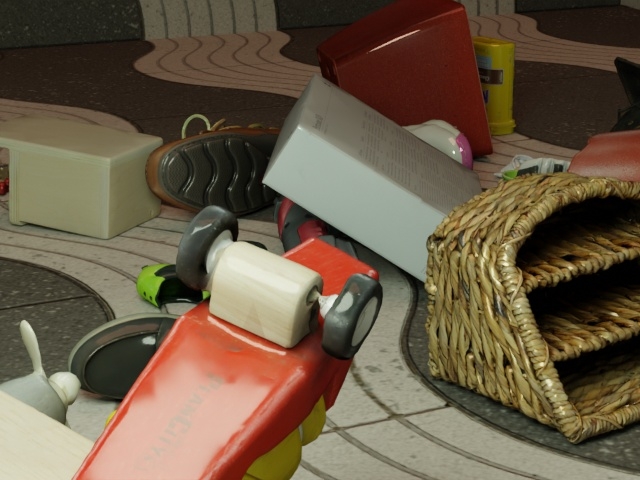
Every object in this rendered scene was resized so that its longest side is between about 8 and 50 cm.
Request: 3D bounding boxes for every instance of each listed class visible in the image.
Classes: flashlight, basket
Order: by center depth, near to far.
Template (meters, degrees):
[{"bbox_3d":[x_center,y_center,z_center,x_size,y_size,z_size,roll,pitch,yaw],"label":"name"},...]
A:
[{"bbox_3d":[0.285,0.047,1.468,0.299,0.213,0.223,-12,19,-34],"label":"basket"},{"bbox_3d":[0.000,0.000,1.831,0.103,0.103,0.304,11,14,-11],"label":"flashlight"}]

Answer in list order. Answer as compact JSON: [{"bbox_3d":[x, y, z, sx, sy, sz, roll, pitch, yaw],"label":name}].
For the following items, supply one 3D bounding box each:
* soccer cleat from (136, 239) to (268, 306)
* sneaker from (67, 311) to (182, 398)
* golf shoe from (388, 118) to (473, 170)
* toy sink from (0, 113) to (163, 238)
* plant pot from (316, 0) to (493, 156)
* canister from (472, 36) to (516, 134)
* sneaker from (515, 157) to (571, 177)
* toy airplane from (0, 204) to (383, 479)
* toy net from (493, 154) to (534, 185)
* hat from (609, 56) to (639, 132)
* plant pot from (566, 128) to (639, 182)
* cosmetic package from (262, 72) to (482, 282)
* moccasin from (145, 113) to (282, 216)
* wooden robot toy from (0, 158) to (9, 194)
[{"bbox_3d":[-0.138,0.046,1.763,0.179,0.060,0.072,-15,31,-25],"label":"soccer cleat"},{"bbox_3d":[-0.135,0.126,1.431,0.222,0.083,0.118,-5,18,-21],"label":"sneaker"},{"bbox_3d":[0.115,-0.130,2.281,0.140,0.115,0.306,-19,16,-32],"label":"golf shoe"},{"bbox_3d":[-0.370,-0.093,2.093,0.234,0.131,0.153,12,19,21],"label":"toy sink"},{"bbox_3d":[0.135,-0.276,2.529,0.236,0.267,0.267,-15,18,-6],"label":"plant pot"},{"bbox_3d":[0.314,-0.294,2.701,0.073,0.169,0.126,-9,19,-29],"label":"canister"},{"bbox_3d":[0.409,-0.045,2.001,0.292,0.110,0.118,21,17,32],"label":"sneaker"},{"bbox_3d":[-0.104,0.197,0.975,0.385,0.272,0.386,-13,55,-7],"label":"toy airplane"},{"bbox_3d":[0.340,-0.103,2.275,0.122,0.045,0.232,0,16,1],"label":"toy net"},{"bbox_3d":[0.510,-0.122,2.122,0.134,0.331,0.331,-41,22,-1],"label":"hat"},{"bbox_3d":[0.445,-0.026,1.683,0.265,0.272,0.272,3,15,42],"label":"plant pot"},{"bbox_3d":[0.079,-0.083,1.896,0.284,0.097,0.377,34,15,-6],"label":"cosmetic package"},{"bbox_3d":[-0.133,-0.120,2.168,0.147,0.139,0.380,10,19,34],"label":"moccasin"},{"bbox_3d":[-0.529,-0.116,2.260,0.076,0.079,0.173,2,17,6],"label":"wooden robot toy"}]
